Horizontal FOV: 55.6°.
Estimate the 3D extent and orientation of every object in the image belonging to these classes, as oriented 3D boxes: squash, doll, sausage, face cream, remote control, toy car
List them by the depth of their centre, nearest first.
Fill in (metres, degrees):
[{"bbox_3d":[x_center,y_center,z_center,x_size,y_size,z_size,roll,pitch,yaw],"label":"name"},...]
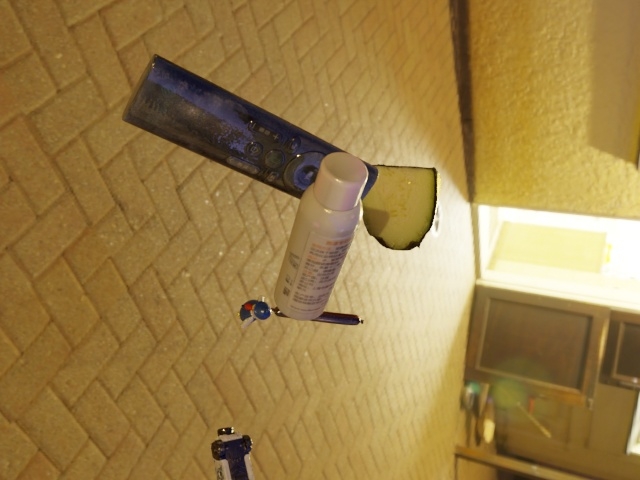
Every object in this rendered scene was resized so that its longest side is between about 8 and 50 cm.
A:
[{"bbox_3d":[0.000,0.000,0.783,0.082,0.082,0.269,-56,170,-43],"label":"face cream"},{"bbox_3d":[-0.088,-0.137,0.887,0.378,0.107,0.044,23,35,-29],"label":"remote control"},{"bbox_3d":[-0.005,0.153,1.237,0.028,0.198,0.025,173,-74,-75],"label":"sausage"},{"bbox_3d":[-0.183,0.478,1.276,0.080,0.070,0.170,-1,61,-34],"label":"toy car"},{"bbox_3d":[0.181,-0.074,1.306,0.085,0.192,0.184,-15,110,-50],"label":"squash"},{"bbox_3d":[-0.161,0.176,1.503,0.058,0.143,0.098,42,65,-21],"label":"doll"}]
